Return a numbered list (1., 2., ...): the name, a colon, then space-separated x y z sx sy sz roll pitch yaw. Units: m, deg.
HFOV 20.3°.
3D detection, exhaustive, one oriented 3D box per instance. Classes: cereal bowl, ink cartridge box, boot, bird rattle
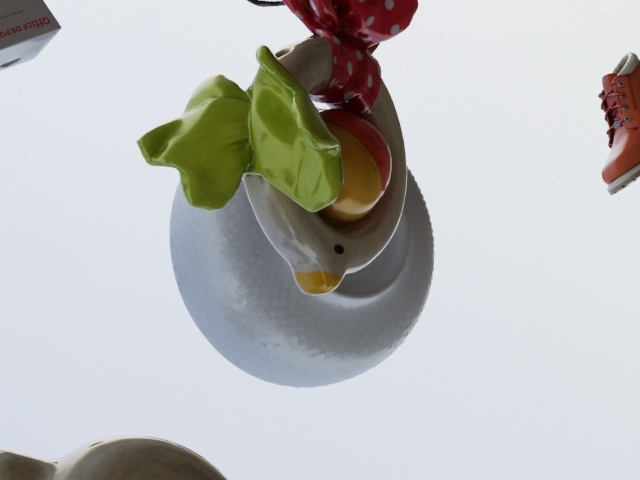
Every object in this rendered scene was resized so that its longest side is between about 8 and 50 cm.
1. cereal bowl: 0.000 0.000 2.097 0.339 0.141 0.339 6 -102 -30
2. ink cartridge box: -0.302 -0.214 1.591 0.088 0.052 0.122 -31 -94 -48
3. boot: 0.277 -0.107 1.626 0.084 0.059 0.158 43 -133 -9
4. bird rattle: -0.006 -0.081 1.246 0.207 0.143 0.253 68 -149 -25

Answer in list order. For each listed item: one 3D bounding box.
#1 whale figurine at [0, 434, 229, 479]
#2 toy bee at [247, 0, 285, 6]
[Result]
1. whale figurine: -0.163 0.230 1.075 0.272 0.141 0.216 -25 -97 -33
2. toy bee: 0.024 -0.333 1.376 0.195 0.298 0.162 35 -136 -46
